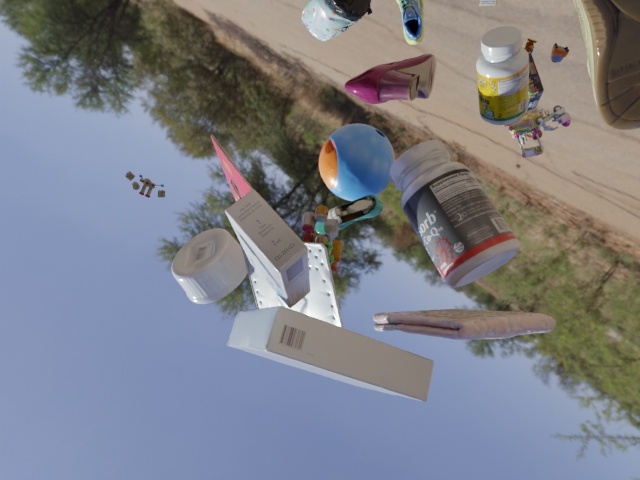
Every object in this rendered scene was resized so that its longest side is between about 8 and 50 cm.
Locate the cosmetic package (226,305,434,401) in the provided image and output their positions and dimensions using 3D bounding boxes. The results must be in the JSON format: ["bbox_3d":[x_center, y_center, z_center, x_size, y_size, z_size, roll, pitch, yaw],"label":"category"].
[{"bbox_3d":[0.012,0.251,1.031,0.377,0.098,0.284,24,159,-21],"label":"cosmetic package"}]

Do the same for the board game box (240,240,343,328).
[{"bbox_3d":[-0.078,0.178,1.484,0.389,0.390,0.050,3,-158,43],"label":"board game box"}]

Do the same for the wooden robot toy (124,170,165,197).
[{"bbox_3d":[-0.717,-0.226,1.881,0.173,0.076,0.079,26,-175,-36],"label":"wooden robot toy"}]

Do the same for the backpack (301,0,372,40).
[{"bbox_3d":[0.031,-0.611,1.211,0.152,0.115,0.182,50,162,-17],"label":"backpack"}]

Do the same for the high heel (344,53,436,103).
[{"bbox_3d":[0.213,-0.461,1.298,0.181,0.127,0.377,13,-154,21],"label":"high heel"}]

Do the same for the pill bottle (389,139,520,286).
[{"bbox_3d":[0.345,-0.077,1.243,0.210,0.210,0.363,18,-139,-60],"label":"pill bottle"}]

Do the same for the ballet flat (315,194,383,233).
[{"bbox_3d":[0.088,-0.095,1.550,0.087,0.247,0.083,50,-158,-65],"label":"ballet flat"}]

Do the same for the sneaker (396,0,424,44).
[{"bbox_3d":[0.311,-0.794,1.566,0.126,0.091,0.240,-67,-38,-69],"label":"sneaker"}]

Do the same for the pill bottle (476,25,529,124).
[{"bbox_3d":[0.438,-0.394,1.113,0.117,0.117,0.208,43,166,41],"label":"pill bottle"}]

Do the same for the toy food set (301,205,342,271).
[{"bbox_3d":[0.000,0.000,1.438,0.111,0.105,0.232,1,149,13],"label":"toy food set"}]

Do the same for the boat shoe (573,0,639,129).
[{"bbox_3d":[0.304,-0.273,0.455,0.341,0.121,0.110,61,-151,-43],"label":"boat shoe"}]

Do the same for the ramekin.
[{"bbox_3d":[-0.407,0.083,1.694,0.135,0.277,0.277,59,173,-36],"label":"ramekin"}]

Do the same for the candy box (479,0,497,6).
[{"bbox_3d":[0.516,-0.806,1.378,0.053,0.187,0.109,10,-146,18],"label":"candy box"}]

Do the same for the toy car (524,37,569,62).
[{"bbox_3d":[0.545,-0.464,1.128,0.121,0.041,0.060,11,-143,-6],"label":"toy car"}]

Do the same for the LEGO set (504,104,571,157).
[{"bbox_3d":[0.594,-0.302,1.296,0.107,0.132,0.287,66,-165,-8],"label":"LEGO set"}]

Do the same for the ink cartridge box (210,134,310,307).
[{"bbox_3d":[-0.123,-0.016,0.861,0.261,0.066,0.296,48,167,14],"label":"ink cartridge box"}]

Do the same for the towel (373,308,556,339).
[{"bbox_3d":[0.350,0.207,1.158,0.331,0.054,0.317,2,174,-32],"label":"towel"}]

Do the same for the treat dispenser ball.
[{"bbox_3d":[0.138,-0.292,1.742,0.288,0.288,0.288,34,-171,-6],"label":"treat dispenser ball"}]

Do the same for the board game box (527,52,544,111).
[{"bbox_3d":[0.685,-0.514,1.545,0.170,0.048,0.141,45,-145,-73],"label":"board game box"}]
